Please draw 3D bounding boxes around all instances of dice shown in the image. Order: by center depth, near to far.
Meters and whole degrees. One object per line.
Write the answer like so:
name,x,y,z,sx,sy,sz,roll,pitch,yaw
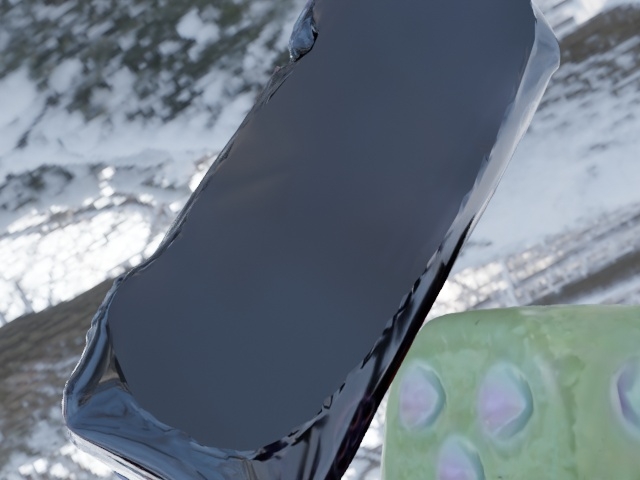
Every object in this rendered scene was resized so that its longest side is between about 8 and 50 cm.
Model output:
dice,0.207,0.178,0.853,0.252,0.254,0.249,5,-99,-27

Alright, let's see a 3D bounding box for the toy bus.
toy bus,0.000,0.000,0.548,0.128,0.302,0.147,29,158,4
